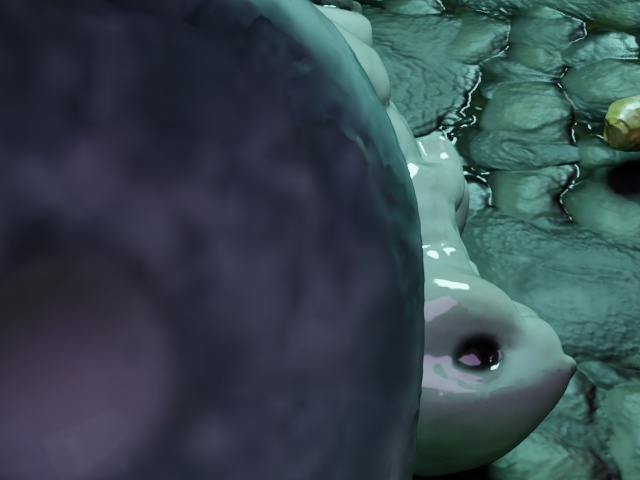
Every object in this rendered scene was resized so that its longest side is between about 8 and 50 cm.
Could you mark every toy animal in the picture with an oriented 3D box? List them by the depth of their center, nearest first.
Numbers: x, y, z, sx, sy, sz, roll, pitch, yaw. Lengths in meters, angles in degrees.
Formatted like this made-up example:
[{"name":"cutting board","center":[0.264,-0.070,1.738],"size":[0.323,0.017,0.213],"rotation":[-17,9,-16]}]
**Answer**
[{"name":"toy animal","center":[0.000,0.000,0.956],"size":[0.258,0.194,0.357],"rotation":[-4,47,-27]}]

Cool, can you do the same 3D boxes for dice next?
[{"name":"dice","center":[-0.176,0.042,0.664],"size":[0.328,0.330,0.348],"rotation":[5,-1,-35]}]

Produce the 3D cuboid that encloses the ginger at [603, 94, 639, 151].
[{"name":"ginger","center":[0.335,-0.135,1.239],"size":[0.118,0.065,0.299],"rotation":[27,41,18]}]
